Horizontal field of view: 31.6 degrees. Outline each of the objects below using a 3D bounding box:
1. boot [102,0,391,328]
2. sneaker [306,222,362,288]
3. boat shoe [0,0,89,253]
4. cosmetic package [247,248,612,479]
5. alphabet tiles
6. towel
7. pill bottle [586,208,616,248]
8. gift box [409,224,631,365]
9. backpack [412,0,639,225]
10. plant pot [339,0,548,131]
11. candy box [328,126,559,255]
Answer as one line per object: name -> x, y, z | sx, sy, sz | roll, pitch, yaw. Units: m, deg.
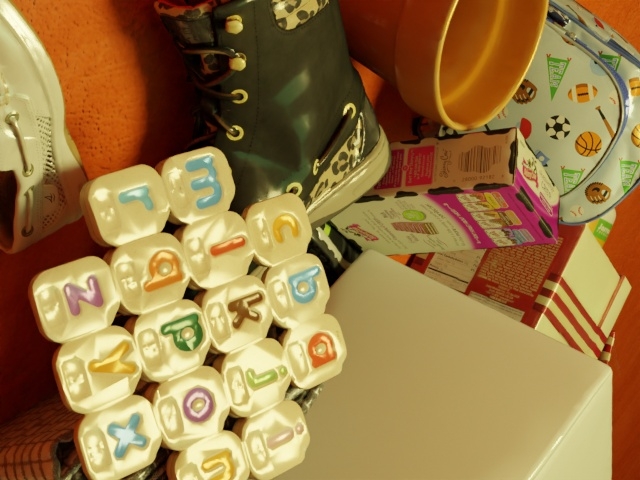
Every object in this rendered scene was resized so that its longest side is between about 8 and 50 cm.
boot -> -0.096, -0.101, 1.044 | 0.377, 0.138, 0.284 | -35, 135, -25
sneaker -> 0.000, 0.000, 1.338 | 0.234, 0.084, 0.097 | 45, 45, -56
boat shoe -> -0.253, -0.090, 0.855 | 0.096, 0.098, 0.277 | -47, 146, -27
cosmetic package -> 0.111, 0.296, 1.290 | 0.327, 0.329, 0.393 | -46, 145, -25
alphabet tiles -> -0.099, 0.071, 0.932 | 0.278, 0.021, 0.284 | -21, 97, -40
towel -> -0.161, 0.175, 1.032 | 0.284, 0.235, 0.121 | -32, 98, -41
pill bottle -> 0.387, -0.016, 1.810 | 0.136, 0.136, 0.245 | 18, 97, -58
gift box -> 0.260, 0.107, 1.619 | 0.276, 0.255, 0.258 | -58, 141, -8
backpack -> 0.276, -0.154, 1.343 | 0.276, 0.263, 0.213 | -57, -176, 26
plant pot -> 0.106, -0.241, 1.185 | 0.205, 0.188, 0.205 | -35, 139, -38
candy box -> 0.127, -0.048, 1.240 | 0.159, 0.234, 0.071 | 41, 50, -54
